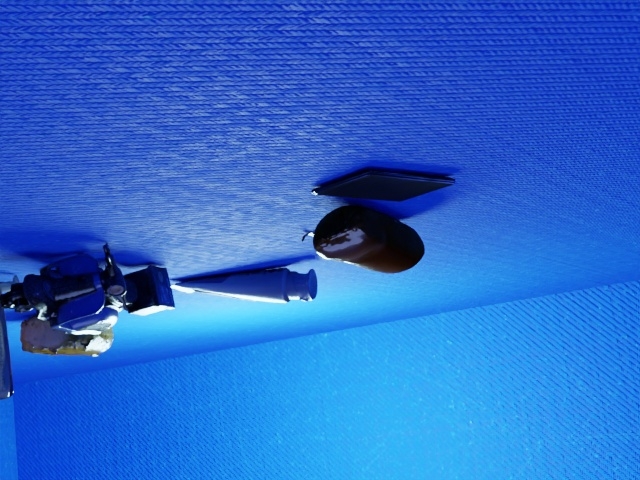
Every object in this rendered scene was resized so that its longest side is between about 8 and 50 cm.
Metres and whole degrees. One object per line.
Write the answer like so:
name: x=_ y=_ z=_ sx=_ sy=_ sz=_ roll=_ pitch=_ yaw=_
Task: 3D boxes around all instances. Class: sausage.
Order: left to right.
sausage: x=0.081 y=-0.003 z=1.851 sx=0.097 sy=0.094 sz=0.348 roll=-24 pitch=163 yaw=19

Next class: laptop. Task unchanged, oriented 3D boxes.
laptop: x=0.092 y=-0.079 z=1.641 sx=0.180 sy=0.016 sz=0.129 roll=1 pitch=167 yaw=-41

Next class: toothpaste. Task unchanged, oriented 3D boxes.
toothpaste: x=-0.157 y=0.095 z=2.343 sx=0.299 sy=0.073 sz=0.114 roll=-2 pitch=172 yaw=16

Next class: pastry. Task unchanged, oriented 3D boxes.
pastry: x=-0.594 y=0.221 z=2.645 sx=0.218 sy=0.100 sz=0.229 roll=6 pitch=169 yaw=-36

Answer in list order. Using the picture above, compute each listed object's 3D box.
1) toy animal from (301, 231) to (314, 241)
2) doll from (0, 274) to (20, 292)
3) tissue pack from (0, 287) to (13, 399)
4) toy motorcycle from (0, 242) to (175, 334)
toy animal: x=0.000 y=0.001 z=1.988 sx=0.084 sy=0.028 sz=0.050 roll=-1 pitch=160 yaw=-23
doll: x=-0.658 y=0.091 z=2.005 sx=0.227 sy=0.057 sz=0.114 roll=-9 pitch=-179 yaw=-44
tissue pack: x=-0.633 y=0.142 z=1.768 sx=0.125 sy=0.242 sz=0.344 roll=-14 pitch=168 yaw=20
toy motorcycle: x=-0.407 y=0.089 z=1.997 sx=0.213 sy=0.125 sz=0.358 roll=-17 pitch=170 yaw=12
